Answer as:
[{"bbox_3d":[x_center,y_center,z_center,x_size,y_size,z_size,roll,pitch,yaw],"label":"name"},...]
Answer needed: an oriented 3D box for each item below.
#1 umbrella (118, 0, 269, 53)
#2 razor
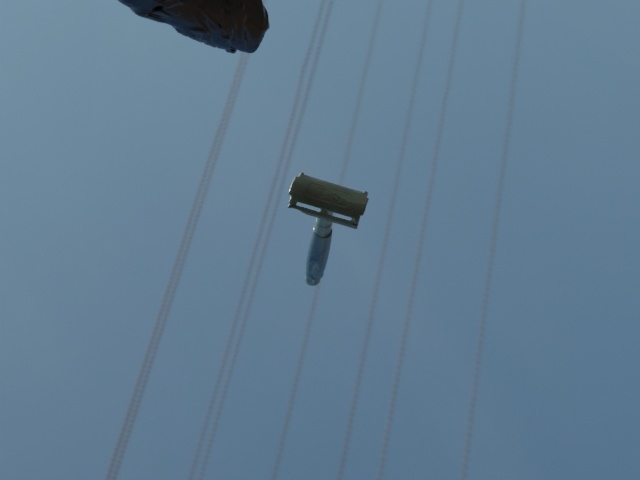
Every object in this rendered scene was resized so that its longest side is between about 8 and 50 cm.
[{"bbox_3d":[-0.153,-0.236,1.217,0.248,0.071,0.070,12,-120,-41],"label":"umbrella"},{"bbox_3d":[0.000,0.000,1.156,0.068,0.135,0.040,18,-126,5],"label":"razor"}]
